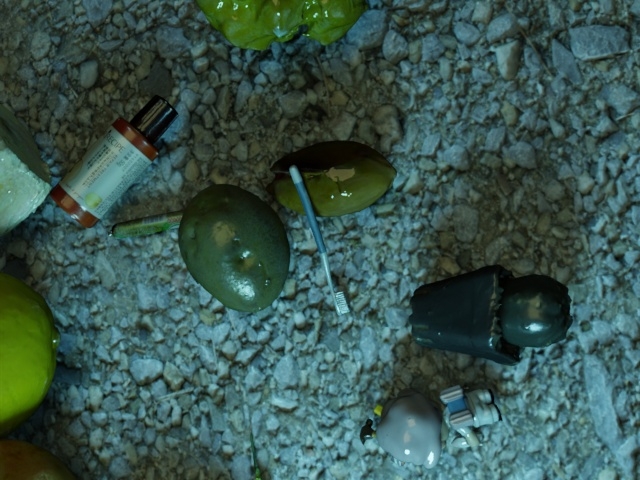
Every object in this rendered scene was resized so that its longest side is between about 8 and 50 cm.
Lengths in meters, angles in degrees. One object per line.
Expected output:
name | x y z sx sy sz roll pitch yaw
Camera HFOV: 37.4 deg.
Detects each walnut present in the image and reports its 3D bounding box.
walnut | 0.015 -0.107 1.656 0.245 0.137 0.137 -6 74 14

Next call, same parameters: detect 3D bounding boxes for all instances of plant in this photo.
plant | 0.273 0.122 1.517 0.256 0.164 0.142 -6 69 28

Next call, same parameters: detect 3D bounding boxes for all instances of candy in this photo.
candy | -0.108 0.389 1.608 0.035 0.035 0.123 -15 63 -1

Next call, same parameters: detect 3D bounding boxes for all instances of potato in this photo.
potato | -0.148 0.014 1.655 0.178 0.160 0.235 -22 85 33

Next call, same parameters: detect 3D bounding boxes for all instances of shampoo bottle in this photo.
shampoo bottle | -0.379 -0.157 1.780 0.104 0.104 0.278 41 87 20

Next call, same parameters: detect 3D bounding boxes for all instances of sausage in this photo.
sausage | -0.273 -0.038 1.759 0.269 0.033 0.033 -10 73 11

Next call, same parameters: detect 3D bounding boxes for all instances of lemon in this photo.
lemon | -0.623 0.202 1.630 0.348 0.348 0.348 -4 74 13

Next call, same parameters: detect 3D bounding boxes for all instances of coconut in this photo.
coconut | -0.669 -0.130 1.752 0.254 0.297 0.297 -41 70 1

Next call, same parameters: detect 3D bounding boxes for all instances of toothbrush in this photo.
toothbrush | 0.000 0.000 1.621 0.025 0.019 0.276 -16 102 13

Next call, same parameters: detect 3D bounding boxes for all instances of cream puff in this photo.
cream puff | -0.049 -0.493 1.725 0.378 0.275 0.378 -23 47 28

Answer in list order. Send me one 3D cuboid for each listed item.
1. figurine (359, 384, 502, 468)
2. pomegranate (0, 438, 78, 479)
figurine | 0.176 0.295 1.521 0.229 0.112 0.137 -16 67 -1
pomegranate | -0.527 0.502 1.542 0.342 0.342 0.342 -4 74 13
